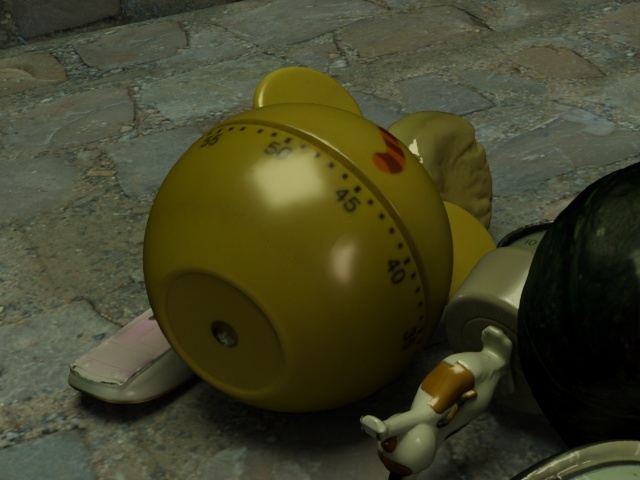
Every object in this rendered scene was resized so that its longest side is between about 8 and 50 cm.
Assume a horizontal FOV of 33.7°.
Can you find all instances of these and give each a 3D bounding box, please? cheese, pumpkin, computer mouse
[{"bbox_3d":[0.142,-0.067,1.419,0.117,0.214,0.226,11,40,37],"label":"cheese"},{"bbox_3d":[0.319,0.077,0.848,0.323,0.323,0.241,12,48,31],"label":"pumpkin"},{"bbox_3d":[-0.194,0.128,1.292,0.126,0.056,0.245,13,35,33],"label":"computer mouse"}]

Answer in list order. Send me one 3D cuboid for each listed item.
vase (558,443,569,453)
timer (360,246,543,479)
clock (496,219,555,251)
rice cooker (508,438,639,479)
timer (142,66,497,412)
[{"bbox_3d":[0.237,0.230,0.971,0.116,0.115,0.237,9,27,27],"label":"vase"},{"bbox_3d":[0.144,0.146,1.041,0.266,0.175,0.175,-37,40,-30],"label":"timer"},{"bbox_3d":[0.316,0.028,1.376,0.185,0.040,0.184,-6,29,3],"label":"clock"},{"bbox_3d":[0.201,0.287,0.706,0.317,0.264,0.316,14,21,-5],"label":"rice cooker"},{"bbox_3d":[0.000,0.000,1.189,0.376,0.376,0.387,13,39,33],"label":"timer"}]
